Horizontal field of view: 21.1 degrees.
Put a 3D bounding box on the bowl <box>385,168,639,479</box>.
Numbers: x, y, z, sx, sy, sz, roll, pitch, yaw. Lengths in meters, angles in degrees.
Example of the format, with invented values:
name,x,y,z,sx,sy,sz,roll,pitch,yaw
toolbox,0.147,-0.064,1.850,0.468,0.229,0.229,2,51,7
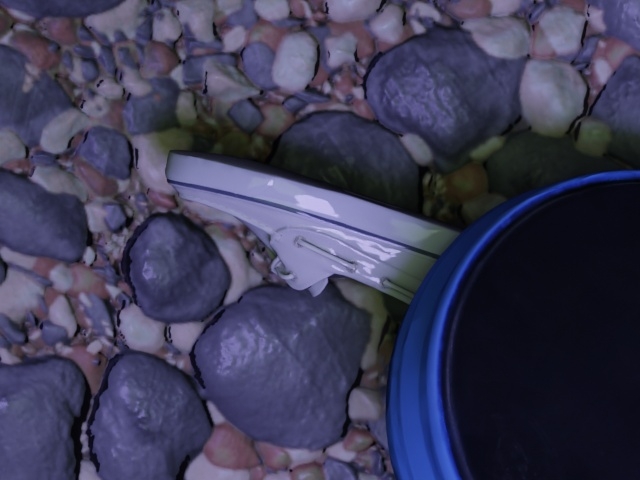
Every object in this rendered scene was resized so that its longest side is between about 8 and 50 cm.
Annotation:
name,x,y,z,sx,sy,sz,roll,pitch,yaw
bowl,0.245,0.126,1.256,0.391,0.077,0.391,5,67,-12

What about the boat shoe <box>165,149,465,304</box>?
name,x,y,z,sx,sy,sz,roll,pitch,yaw
boat shoe,0.000,0.000,1.351,0.268,0.096,0.088,17,95,-8
